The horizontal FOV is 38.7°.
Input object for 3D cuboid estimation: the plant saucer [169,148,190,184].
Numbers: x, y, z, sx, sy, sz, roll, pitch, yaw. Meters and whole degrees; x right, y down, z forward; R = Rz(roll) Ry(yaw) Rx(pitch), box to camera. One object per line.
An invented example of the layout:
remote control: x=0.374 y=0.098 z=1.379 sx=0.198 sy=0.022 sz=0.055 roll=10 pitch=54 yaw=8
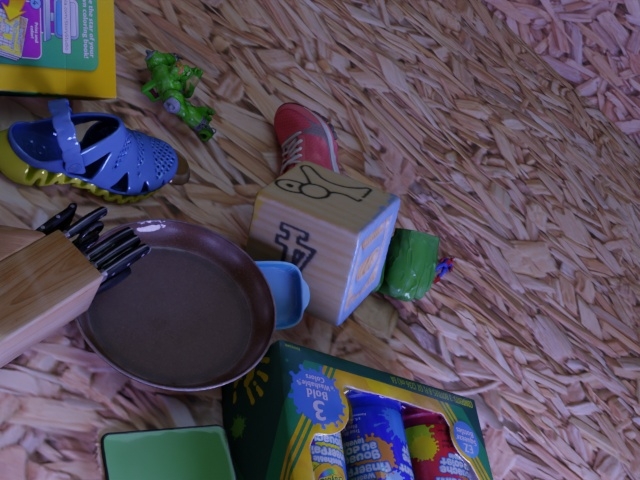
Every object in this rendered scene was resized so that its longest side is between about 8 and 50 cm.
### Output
plant saucer: x=-0.264 y=-0.137 z=1.625 sx=0.083 sy=0.015 sz=0.083 roll=29 pitch=40 yaw=-29

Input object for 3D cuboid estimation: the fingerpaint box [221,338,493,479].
fingerpaint box: x=0.081 y=0.393 z=1.406 sx=0.444 sy=0.163 sz=0.371 roll=22 pitch=44 yaw=-34

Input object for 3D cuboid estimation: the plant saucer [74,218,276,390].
plant saucer: x=-0.221 y=0.100 z=1.365 sx=0.310 sy=0.050 sz=0.311 roll=14 pitch=46 yaw=-15

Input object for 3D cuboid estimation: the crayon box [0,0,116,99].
crayon box: x=-0.473 y=-0.406 z=1.401 sx=0.313 sy=0.106 sz=0.363 roll=-6 pitch=98 yaw=-50

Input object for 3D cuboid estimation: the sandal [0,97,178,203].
sandal: x=-0.347 y=-0.145 z=1.437 sx=0.317 sy=0.138 sz=0.126 roll=1 pitch=56 yaw=-50

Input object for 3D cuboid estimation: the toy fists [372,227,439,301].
toy fists: x=0.122 y=0.040 z=1.798 sx=0.279 sy=0.096 sz=0.142 roll=15 pitch=84 yaw=-42

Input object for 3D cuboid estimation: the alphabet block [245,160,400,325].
alphabet block: x=0.000 y=0.000 z=1.582 sx=0.197 sy=0.194 sz=0.192 roll=23 pitch=30 yaw=18

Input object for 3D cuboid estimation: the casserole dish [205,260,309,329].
casserole dish: x=-0.113 y=0.092 z=1.492 sx=0.188 sy=0.037 sz=0.114 roll=-2 pitch=86 yaw=-11

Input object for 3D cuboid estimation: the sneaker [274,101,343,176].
sneaker: x=-0.027 y=-0.147 z=1.812 sx=0.136 sy=0.116 sz=0.314 roll=-5 pitch=63 yaw=-48

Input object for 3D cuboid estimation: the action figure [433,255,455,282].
action figure: x=0.278 y=0.059 z=2.044 sx=0.038 sy=0.030 sz=0.115 roll=48 pitch=33 yaw=4

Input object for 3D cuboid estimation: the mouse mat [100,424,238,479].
mouse mat: x=-0.201 y=0.329 z=1.250 sx=0.189 sy=0.007 sz=0.153 roll=2 pitch=55 yaw=-31

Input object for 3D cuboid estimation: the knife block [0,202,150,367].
knife block: x=-0.353 y=0.071 z=1.229 sx=0.242 sy=0.088 sz=0.276 roll=11 pitch=49 yaw=-23

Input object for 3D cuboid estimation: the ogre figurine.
ogre figurine: x=-0.266 y=-0.280 z=1.690 sx=0.118 sy=0.096 sz=0.197 roll=23 pitch=56 yaw=-60
